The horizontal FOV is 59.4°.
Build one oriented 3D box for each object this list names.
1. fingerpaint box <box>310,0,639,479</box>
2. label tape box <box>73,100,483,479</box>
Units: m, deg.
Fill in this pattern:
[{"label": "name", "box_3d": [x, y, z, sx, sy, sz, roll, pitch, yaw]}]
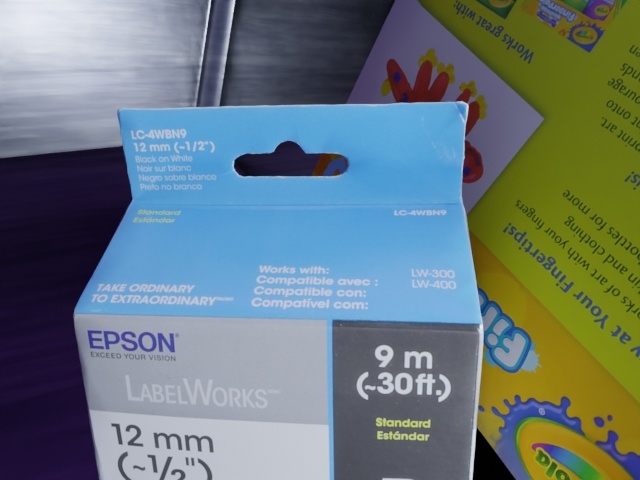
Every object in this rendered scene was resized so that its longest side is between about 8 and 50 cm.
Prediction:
[{"label": "fingerpaint box", "box_3d": [0.215, -0.039, 0.444, 0.163, 0.371, 0.445, -3, 43, -39]}, {"label": "label tape box", "box_3d": [-0.025, 0.088, 0.389, 0.248, 0.348, 0.115, 1, 19, 7]}]
